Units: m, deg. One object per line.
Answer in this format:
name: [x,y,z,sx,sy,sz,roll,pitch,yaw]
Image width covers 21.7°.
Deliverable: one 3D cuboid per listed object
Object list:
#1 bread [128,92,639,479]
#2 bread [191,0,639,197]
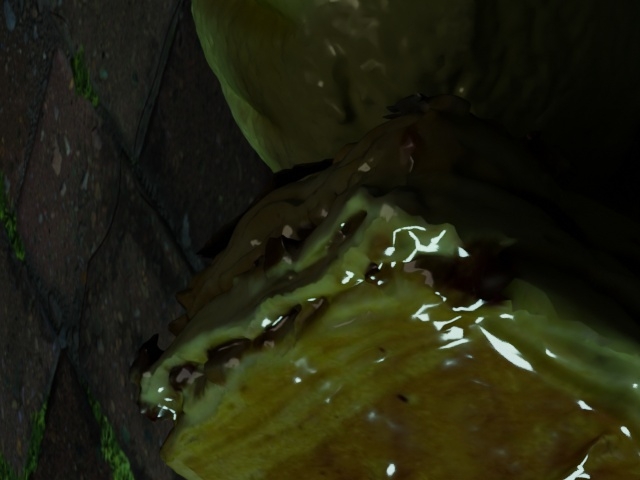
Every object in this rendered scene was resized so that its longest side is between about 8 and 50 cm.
bread: [0.097,0.072,0.826,0.277,0.324,0.167,-38,24,47]
bread: [0.041,-0.157,0.924,0.320,0.237,0.320,-177,90,-68]
